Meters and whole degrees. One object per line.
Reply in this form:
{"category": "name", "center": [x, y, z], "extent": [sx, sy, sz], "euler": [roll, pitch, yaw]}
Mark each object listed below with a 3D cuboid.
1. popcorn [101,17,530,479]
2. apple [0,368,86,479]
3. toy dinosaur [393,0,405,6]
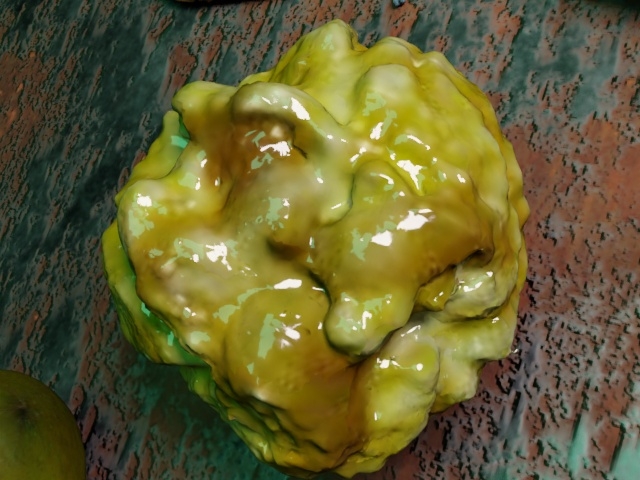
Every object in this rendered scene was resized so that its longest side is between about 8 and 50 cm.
{"category": "popcorn", "center": [0.004, -0.006, 0.566], "extent": [0.282, 0.247, 0.282], "euler": [0, 89, 0]}
{"category": "apple", "center": [-0.284, 0.194, 0.690], "extent": [0.196, 0.196, 0.157], "euler": [-32, 92, 14]}
{"category": "toy dinosaur", "center": [0.120, -0.289, 0.754], "extent": [0.080, 0.045, 0.197], "euler": [33, 97, 39]}
